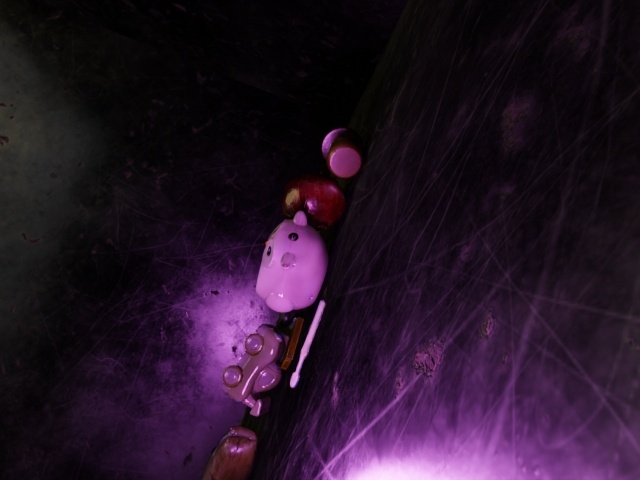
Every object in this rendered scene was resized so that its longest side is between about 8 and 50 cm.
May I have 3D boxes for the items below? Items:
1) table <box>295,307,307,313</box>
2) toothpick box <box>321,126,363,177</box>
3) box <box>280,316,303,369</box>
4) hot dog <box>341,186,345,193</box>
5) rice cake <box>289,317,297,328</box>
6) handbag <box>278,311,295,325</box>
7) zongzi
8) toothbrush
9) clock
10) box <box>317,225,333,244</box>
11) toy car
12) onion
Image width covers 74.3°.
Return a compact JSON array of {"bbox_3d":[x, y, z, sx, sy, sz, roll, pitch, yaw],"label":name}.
[{"bbox_3d":[-0.123,0.210,1.925,0.172,0.169,0.192,122,169,-67],"label":"table"},{"bbox_3d":[0.100,-0.383,1.844,0.294,0.192,0.191,-92,22,-64],"label":"toothpick box"},{"bbox_3d":[-0.120,0.435,1.785,0.121,0.030,0.193,115,174,-48],"label":"box"},{"bbox_3d":[0.095,-0.194,1.968,0.049,0.037,0.121,84,-159,-68],"label":"hot dog"},{"bbox_3d":[-0.137,0.414,2.107,0.022,0.022,0.121,-61,-2,-34],"label":"rice cake"},{"bbox_3d":[-0.152,0.349,2.165,0.191,0.075,0.332,-59,-3,-15],"label":"handbag"},{"bbox_3d":[-0.370,0.944,1.625,0.392,0.174,0.355,-77,12,-52],"label":"zongzi"},{"bbox_3d":[-0.040,0.327,1.345,0.028,0.026,0.293,31,-102,-79],"label":"toothbrush"},{"bbox_3d":[-0.100,0.092,1.669,0.376,0.251,0.367,105,179,-56],"label":"clock"},{"bbox_3d":[0.001,0.000,2.048,0.141,0.064,0.219,154,135,-81],"label":"box"},{"bbox_3d":[-0.247,0.553,1.833,0.335,0.227,0.242,-55,-16,-8],"label":"toy car"},{"bbox_3d":[-0.029,-0.154,1.796,0.276,0.277,0.275,-160,90,-85],"label":"onion"}]
